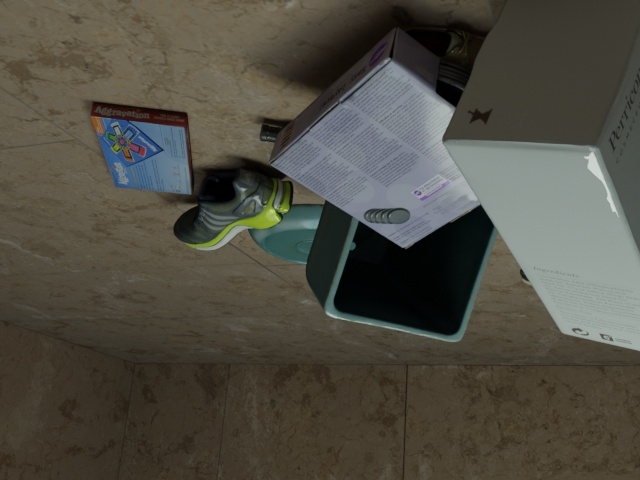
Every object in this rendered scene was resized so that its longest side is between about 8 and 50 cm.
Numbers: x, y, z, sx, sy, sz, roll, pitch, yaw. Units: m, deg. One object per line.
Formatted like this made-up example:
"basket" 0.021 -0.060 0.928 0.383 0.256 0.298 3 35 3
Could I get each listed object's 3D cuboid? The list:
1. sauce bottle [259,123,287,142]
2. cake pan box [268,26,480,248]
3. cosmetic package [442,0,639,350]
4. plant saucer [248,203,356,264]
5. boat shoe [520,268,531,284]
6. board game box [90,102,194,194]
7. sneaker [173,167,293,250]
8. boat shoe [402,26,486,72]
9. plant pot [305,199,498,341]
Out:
"sauce bottle" -0.029 -0.156 1.190 0.128 0.042 0.042 9 161 -9
"cake pan box" 0.105 -0.118 0.990 0.246 0.070 0.267 28 141 -23
"cosmetic package" 0.330 -0.067 0.894 0.162 0.230 0.453 10 156 39
"plant saucer" 0.000 0.000 1.642 0.318 0.043 0.317 5 161 2
"boat shoe" 0.532 0.052 1.655 0.233 0.084 0.079 -5 122 45
"board game box" -0.290 -0.146 1.299 0.145 0.027 0.281 5 161 -6
"sneaker" -0.185 -0.069 1.417 0.121 0.111 0.300 31 143 -34
"boat shoe" 0.156 -0.228 0.920 0.135 0.050 0.045 3 167 4
"plant pot" 0.108 -0.007 1.281 0.248 0.247 0.252 14 -171 -22
